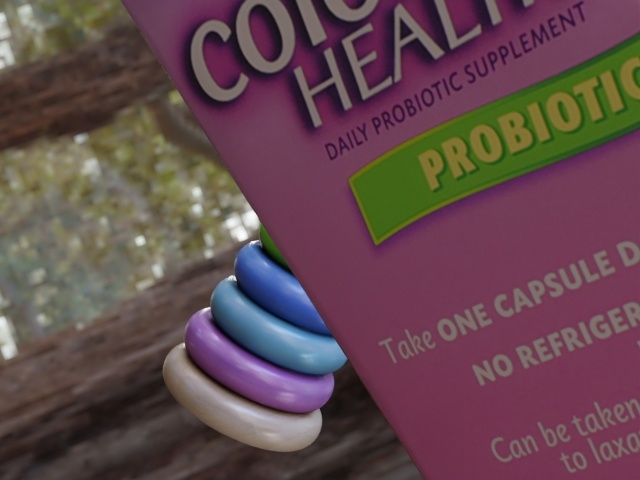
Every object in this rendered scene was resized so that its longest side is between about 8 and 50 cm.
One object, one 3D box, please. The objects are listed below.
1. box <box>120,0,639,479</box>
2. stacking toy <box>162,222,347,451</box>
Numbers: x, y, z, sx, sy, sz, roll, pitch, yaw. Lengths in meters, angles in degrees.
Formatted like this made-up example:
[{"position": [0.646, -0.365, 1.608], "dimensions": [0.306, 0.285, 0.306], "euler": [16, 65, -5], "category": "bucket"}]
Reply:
[{"position": [0.098, -0.036, 0.429], "dimensions": [0.117, 0.213, 0.243], "euler": [-28, -83, 42], "category": "box"}, {"position": [0.000, 0.000, 1.405], "dimensions": [0.141, 0.141, 0.330], "euler": [45, -67, 51], "category": "stacking toy"}]
